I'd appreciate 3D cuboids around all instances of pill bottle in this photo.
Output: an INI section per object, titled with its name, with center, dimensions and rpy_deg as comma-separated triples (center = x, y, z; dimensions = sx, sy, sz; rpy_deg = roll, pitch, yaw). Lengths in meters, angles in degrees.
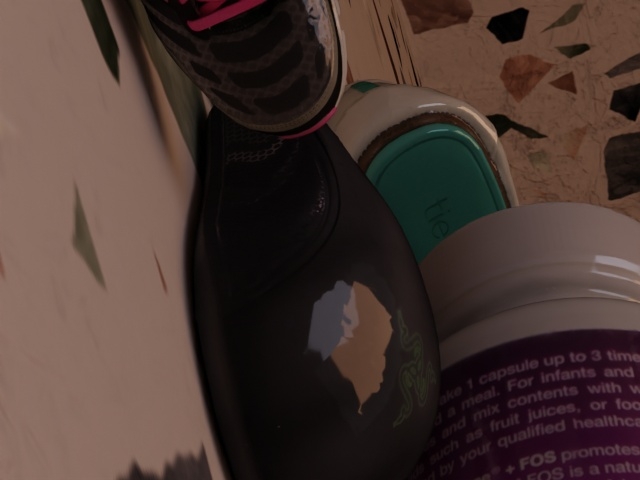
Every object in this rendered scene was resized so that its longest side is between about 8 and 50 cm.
[pill bottle]
center = 0.104, 0.130, 0.728
dimensions = 0.301, 0.169, 0.169
rpy_deg = -94, 168, -46

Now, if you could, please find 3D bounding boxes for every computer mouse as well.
[computer mouse]
center = 0.000, 0.000, 0.716
dimensions = 0.272, 0.072, 0.188
rpy_deg = -96, 170, -56

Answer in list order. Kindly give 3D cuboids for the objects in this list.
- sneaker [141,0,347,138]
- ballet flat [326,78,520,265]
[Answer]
[sneaker]
center = -0.044, -0.106, 0.616
dimensions = 0.075, 0.063, 0.170
rpy_deg = -76, 143, -74
[ballet flat]
center = 0.087, 0.070, 1.169
dimensions = 0.139, 0.139, 0.400
rpy_deg = -94, 167, -59
